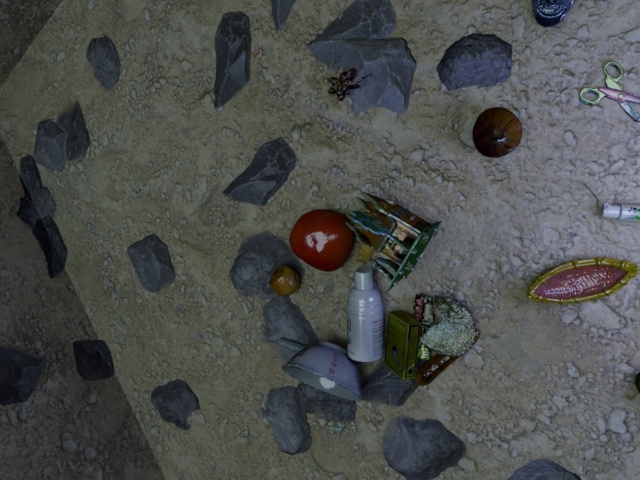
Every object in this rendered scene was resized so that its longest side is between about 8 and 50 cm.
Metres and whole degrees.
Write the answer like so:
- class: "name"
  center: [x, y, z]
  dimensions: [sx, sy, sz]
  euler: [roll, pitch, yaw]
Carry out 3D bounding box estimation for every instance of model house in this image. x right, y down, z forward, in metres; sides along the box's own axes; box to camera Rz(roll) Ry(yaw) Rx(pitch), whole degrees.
- class: "model house"
  center: [0.201, -0.013, 1.557]
  dimensions: [0.313, 0.358, 0.242]
  euler: [30, 113, 17]

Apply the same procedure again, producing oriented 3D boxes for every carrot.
- class: "carrot"
  center: [0.469, 0.430, 1.667]
  dimensions: [0.066, 0.066, 0.314]
  euler: [47, 115, 12]

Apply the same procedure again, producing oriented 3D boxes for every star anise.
- class: "star anise"
  center: [0.108, -0.585, 1.669]
  dimensions: [0.191, 0.070, 0.097]
  euler: [-15, 90, 26]

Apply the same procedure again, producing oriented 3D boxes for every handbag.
- class: "handbag"
  center: [0.173, 0.051, 1.770]
  dimensions: [0.061, 0.027, 0.083]
  euler: [21, 109, 21]

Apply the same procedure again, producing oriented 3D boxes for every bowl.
- class: "bowl"
  center: [0.031, 0.507, 1.818]
  dimensions: [0.346, 0.345, 0.157]
  euler: [12, 63, 25]

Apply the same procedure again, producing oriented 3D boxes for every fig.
- class: "fig"
  center: [0.553, -0.328, 1.436]
  dimensions: [0.148, 0.202, 0.149]
  euler: [5, 137, 39]

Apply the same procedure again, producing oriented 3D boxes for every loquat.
- class: "loquat"
  center: [-0.154, 0.173, 1.918]
  dimensions: [0.137, 0.113, 0.137]
  euler: [15, 131, 19]

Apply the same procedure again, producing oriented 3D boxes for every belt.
- class: "belt"
  center: [0.684, -0.748, 1.309]
  dimensions: [0.122, 0.128, 0.218]
  euler: [17, 105, 24]

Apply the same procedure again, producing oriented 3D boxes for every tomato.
- class: "tomato"
  center: [0.002, -0.004, 1.763]
  dimensions: [0.260, 0.180, 0.259]
  euler: [3, 100, 18]

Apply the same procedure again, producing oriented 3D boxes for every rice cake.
- class: "rice cake"
  center: [-0.092, 0.467, 1.976]
  dimensions: [0.208, 0.033, 0.033]
  euler: [12, 106, 25]

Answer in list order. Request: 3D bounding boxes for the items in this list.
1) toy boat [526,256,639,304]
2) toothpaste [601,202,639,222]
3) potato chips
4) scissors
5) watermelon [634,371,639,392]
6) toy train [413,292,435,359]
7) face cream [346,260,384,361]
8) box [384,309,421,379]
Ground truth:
- class: "toy boat"
  center: [0.815, 0.129, 1.420]
  dimensions: [0.318, 0.099, 0.141]
  euler: [-21, 93, 26]
- class: "toothpaste"
  center: [1.002, -0.070, 1.318]
  dimensions: [0.314, 0.056, 0.058]
  euler: [7, 143, 22]
- class: "potato chips"
  center: [0.455, 0.308, 1.625]
  dimensions: [0.202, 0.029, 0.219]
  euler: [6, 98, 24]
- class: "scissors"
  center: [0.879, -0.424, 1.329]
  dimensions: [0.187, 0.020, 0.133]
  euler: [43, 118, 16]
- class: "watermelon"
  center: [1.016, 0.436, 1.369]
  dimensions: [0.109, 0.109, 0.109]
  euler: [5, 101, 26]
- class: "toy train"
  center: [0.385, 0.321, 1.699]
  dimensions: [0.085, 0.053, 0.249]
  euler: [4, 99, 17]
- class: "face cream"
  center: [0.169, 0.266, 1.744]
  dimensions: [0.145, 0.145, 0.369]
  euler: [1, 99, 27]
- class: "box"
  center: [0.307, 0.391, 1.703]
  dimensions: [0.141, 0.064, 0.220]
  euler: [-151, 60, -63]
